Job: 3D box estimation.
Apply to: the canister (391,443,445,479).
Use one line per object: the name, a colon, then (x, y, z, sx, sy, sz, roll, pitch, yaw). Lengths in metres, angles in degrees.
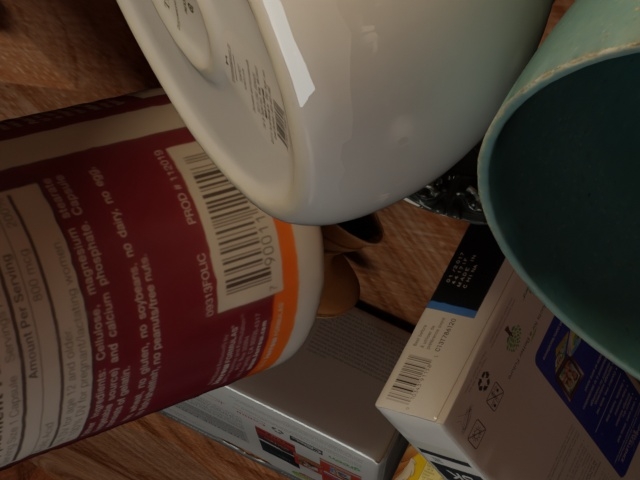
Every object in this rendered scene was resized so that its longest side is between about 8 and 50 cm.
canister: (0.126, 0.161, 1.130, 0.073, 0.170, 0.126, 18, 157, 26)

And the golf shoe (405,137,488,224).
golf shoe: (0.047, -0.063, 0.866, 0.198, 0.077, 0.094, 29, 171, 18)

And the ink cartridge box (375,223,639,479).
ink cartridge box: (0.171, 0.141, 1.035, 0.065, 0.165, 0.332, 10, 151, 41)

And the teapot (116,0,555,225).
teapot: (0.017, -0.144, 0.559, 0.252, 0.187, 0.256, 65, 166, -15)

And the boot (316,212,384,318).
boot: (0.000, 0.000, 1.061, 0.152, 0.073, 0.197, -4, 144, 49)

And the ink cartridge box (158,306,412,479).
ink cartridge box: (-0.055, 0.131, 1.348, 0.309, 0.130, 0.272, 25, 160, 10)

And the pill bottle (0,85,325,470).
pill bottle: (-0.212, 0.035, 0.900, 0.224, 0.392, 0.224, 27, 125, 46)

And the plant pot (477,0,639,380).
plant pot: (0.226, -0.050, 0.476, 0.290, 0.195, 0.290, 24, 159, 10)
